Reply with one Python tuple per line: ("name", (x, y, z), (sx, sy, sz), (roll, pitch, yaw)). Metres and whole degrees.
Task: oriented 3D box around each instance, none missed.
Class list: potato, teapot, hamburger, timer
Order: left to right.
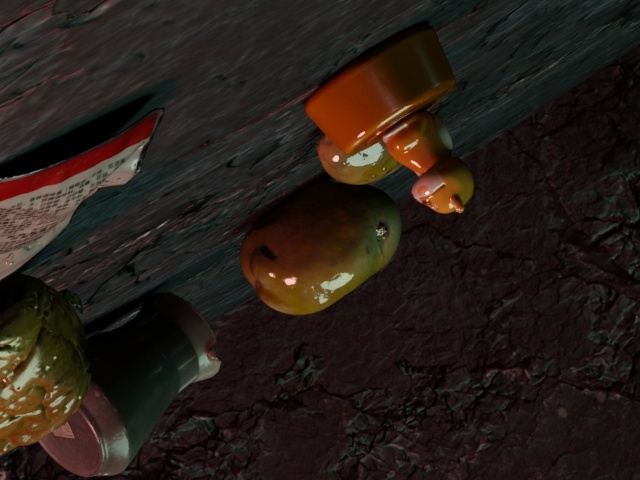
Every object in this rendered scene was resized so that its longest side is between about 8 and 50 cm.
("hamburger", (-0.268, 0.106, 1.416), (0.183, 0.130, 0.206), (-35, 174, 6))
("teapot", (-0.255, 0.172, 2.240), (0.203, 0.171, 0.225), (7, -146, 42))
("potato", (0.002, 0.004, 2.199), (0.200, 0.137, 0.154), (-32, 177, -23))
("potato", (0.048, -0.096, 1.805), (0.092, 0.070, 0.138), (-35, 175, 20))
("timer", (0.080, -0.088, 1.548), (0.132, 0.152, 0.132), (-32, 176, -2))

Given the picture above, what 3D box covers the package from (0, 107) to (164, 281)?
("package", (-0.197, -0.012, 1.195), (0.154, 0.030, 0.239), (-29, 175, -33))
